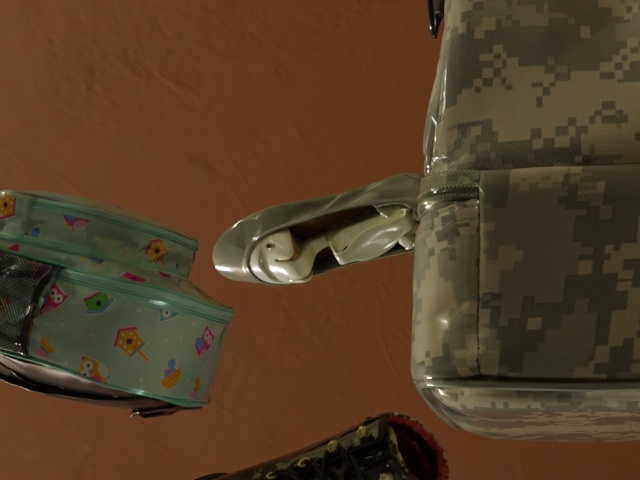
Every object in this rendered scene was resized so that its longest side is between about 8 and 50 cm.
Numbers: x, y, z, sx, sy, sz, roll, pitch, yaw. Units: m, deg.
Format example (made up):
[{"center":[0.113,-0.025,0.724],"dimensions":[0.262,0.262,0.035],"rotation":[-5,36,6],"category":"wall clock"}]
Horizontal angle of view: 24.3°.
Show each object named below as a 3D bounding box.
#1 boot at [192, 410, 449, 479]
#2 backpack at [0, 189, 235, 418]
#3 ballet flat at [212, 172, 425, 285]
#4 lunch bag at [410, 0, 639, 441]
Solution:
[{"center":[-0.030,0.177,1.030],"dimensions":[0.178,0.236,0.085],"rotation":[-33,-116,21],"category":"boot"},{"center":[-0.155,0.047,1.046],"dimensions":[0.188,0.166,0.144],"rotation":[22,-93,21],"category":"backpack"},{"center":[0.000,0.000,1.251],"dimensions":[0.213,0.072,0.068],"rotation":[-18,-148,18],"category":"ballet flat"},{"center":[0.199,-0.036,0.720],"dimensions":[0.305,0.212,0.256],"rotation":[-2,-103,14],"category":"lunch bag"}]
